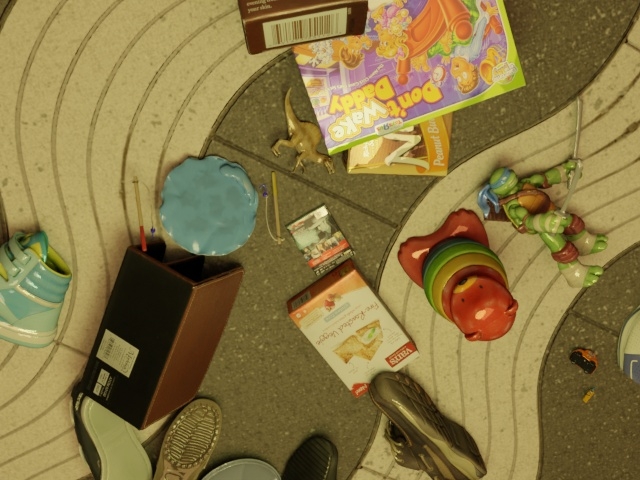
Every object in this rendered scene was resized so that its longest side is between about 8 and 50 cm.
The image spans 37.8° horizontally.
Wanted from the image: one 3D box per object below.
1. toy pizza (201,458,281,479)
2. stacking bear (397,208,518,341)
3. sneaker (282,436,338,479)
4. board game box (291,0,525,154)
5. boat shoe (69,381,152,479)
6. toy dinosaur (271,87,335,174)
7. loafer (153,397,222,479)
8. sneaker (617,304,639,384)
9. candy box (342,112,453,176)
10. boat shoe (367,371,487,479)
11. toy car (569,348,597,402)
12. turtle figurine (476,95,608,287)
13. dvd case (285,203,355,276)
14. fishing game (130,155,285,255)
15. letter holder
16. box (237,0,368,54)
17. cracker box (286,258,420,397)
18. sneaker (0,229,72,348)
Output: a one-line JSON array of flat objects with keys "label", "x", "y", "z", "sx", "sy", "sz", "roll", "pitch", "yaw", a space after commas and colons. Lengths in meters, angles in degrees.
[{"label": "toy pizza", "x": -0.175, "y": 0.529, "z": 1.925, "sx": 0.201, "sy": 0.032, "sz": 0.201, "roll": -9, "pitch": 116, "yaw": -19}, {"label": "stacking bear", "x": 0.267, "y": 0.084, "z": 1.686, "sx": 0.175, "sy": 0.289, "sz": 0.164, "roll": -31, "pitch": 111, "yaw": 5}, {"label": "sneaker", "x": -0.005, "y": 0.551, "z": 1.933, "sx": 0.146, "sy": 0.122, "sz": 0.330, "roll": 5, "pitch": 110, "yaw": -34}, {"label": "board game box", "x": 0.137, "y": -0.312, "z": 1.543, "sx": 0.347, "sy": 0.078, "sz": 0.233, "roll": -20, "pitch": 109, "yaw": 3}, {"label": "boat shoe", "x": -0.412, "y": 0.411, "z": 1.839, "sx": 0.114, "sy": 0.091, "sz": 0.302, "roll": -22, "pitch": 114, "yaw": -34}, {"label": "toy dinosaur", "x": -0.045, "y": -0.184, "z": 1.688, "sx": 0.093, "sy": 0.053, "sz": 0.183, "roll": -38, "pitch": 118, "yaw": -8}, {"label": "loafer", "x": -0.277, "y": 0.435, "z": 1.861, "sx": 0.102, "sy": 0.092, "sz": 0.268, "roll": 26, "pitch": 88, "yaw": -6}, {"label": "sneaker", "x": 0.708, "y": 0.165, "z": 1.826, "sx": 0.127, "sy": 0.182, "sz": 0.315, "roll": 18, "pitch": 107, "yaw": -11}, {"label": "candy box", "x": 0.141, "y": -0.275, "z": 1.646, "sx": 0.183, "sy": 0.087, "sz": 0.316, "roll": 1, "pitch": 110, "yaw": -6}, {"label": "boat shoe", "x": 0.195, "y": 0.398, "z": 1.860, "sx": 0.130, "sy": 0.132, "sz": 0.355, "roll": -36, "pitch": 121, "yaw": 15}, {"label": "toy car", "x": 0.544, "y": 0.272, "z": 1.935, "sx": 0.040, "sy": 0.060, "sz": 0.122, "roll": -38, "pitch": 139, "yaw": -38}, {"label": "turtle figurine", "x": 0.455, "y": -0.060, "z": 1.707, "sx": 0.275, "sy": 0.198, "sz": 0.266, "roll": -38, "pitch": 114, "yaw": 12}, {"label": "dvd case", "x": 0.000, "y": 0.000, "z": 1.772, "sx": 0.087, "sy": 0.013, "sz": 0.119, "roll": -31, "pitch": 112, "yaw": 5}, {"label": "fishing game", "x": -0.202, "y": -0.062, "z": 1.681, "sx": 0.264, "sy": 0.041, "sz": 0.189, "roll": -7, "pitch": 81, "yaw": -18}, {"label": "letter holder", "x": -0.287, "y": 0.162, "z": 1.742, "sx": 0.152, "sy": 0.214, "sz": 0.301, "roll": 28, "pitch": 108, "yaw": 18}, {"label": "box", "x": -0.059, "y": -0.493, "z": 1.425, "sx": 0.191, "sy": 0.143, "sz": 0.381, "roll": -10, "pitch": 80, "yaw": -2}, {"label": "cracker box", "x": 0.064, "y": 0.172, "z": 1.814, "sx": 0.156, "sy": 0.067, "sz": 0.232, "roll": -36, "pitch": 111, "yaw": 7}, {"label": "sneaker", "x": -0.596, "y": 0.050, "z": 1.665, "sx": 0.319, "sy": 0.127, "sz": 0.208, "roll": 20, "pitch": 109, "yaw": -23}]
